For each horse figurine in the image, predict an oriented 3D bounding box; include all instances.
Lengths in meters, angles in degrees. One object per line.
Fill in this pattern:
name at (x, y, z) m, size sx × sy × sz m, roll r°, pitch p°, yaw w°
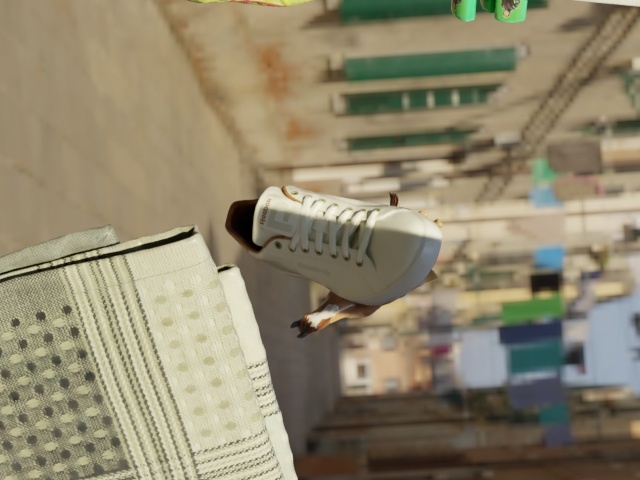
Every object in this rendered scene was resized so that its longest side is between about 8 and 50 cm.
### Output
horse figurine at (0.063, 0.034, 1.954) m, size 0.066 × 0.174 × 0.263 m, roll 54°, pitch 18°, yaw -16°

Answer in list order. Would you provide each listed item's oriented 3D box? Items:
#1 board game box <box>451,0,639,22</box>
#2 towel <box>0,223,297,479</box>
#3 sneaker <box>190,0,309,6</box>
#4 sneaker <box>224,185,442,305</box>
board game box at (0.338, -0.294, 1.510) m, size 0.390 × 0.390 × 0.050 m, roll -67°, pitch 160°, yaw -51°
towel at (-0.176, 0.151, 1.069) m, size 0.056 × 0.312 × 0.324 m, roll -94°, pitch 169°, yaw -63°
sneaker at (-0.081, -0.250, 1.494) m, size 0.094 × 0.209 × 0.081 m, roll -55°, pitch 144°, yaw -66°
sneaker at (0.000, 0.000, 1.707) m, size 0.290 × 0.123 × 0.106 m, roll 2°, pitch -110°, yaw 51°
